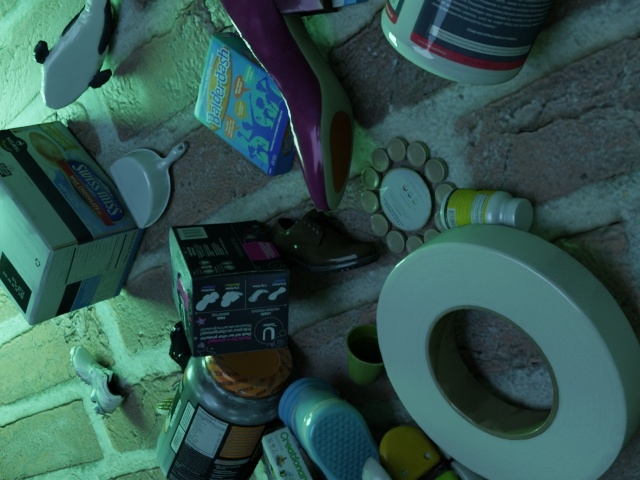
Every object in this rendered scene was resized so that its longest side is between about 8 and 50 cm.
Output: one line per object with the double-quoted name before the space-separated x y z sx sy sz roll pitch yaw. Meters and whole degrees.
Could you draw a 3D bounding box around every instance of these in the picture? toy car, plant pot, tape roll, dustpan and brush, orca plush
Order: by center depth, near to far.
"tape roll" 0.248 0.166 1.309 0.392 0.072 0.392 24 128 33
"toy car" 0.160 0.373 1.483 0.182 0.159 0.136 53 169 17
"plant pot" 0.075 0.190 1.539 0.083 0.083 0.079 42 142 27
"dustpan and brush" -0.319 -0.130 1.837 0.211 0.060 0.147 -38 78 52
"orca plush" -0.479 -0.397 1.864 0.102 0.151 0.287 -109 28 -48

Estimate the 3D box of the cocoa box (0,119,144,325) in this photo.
"cocoa box" -0.568 -0.045 1.981 0.347 0.228 0.231 48 132 22

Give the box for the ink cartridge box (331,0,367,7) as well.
"ink cartridge box" 0.037 -0.386 1.399 0.048 0.028 0.083 3 106 44

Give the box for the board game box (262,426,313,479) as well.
"board game box" -0.034 0.470 1.636 0.305 0.053 0.193 89 156 -55

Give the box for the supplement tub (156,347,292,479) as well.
"supplement tub" -0.171 0.307 1.735 0.193 0.193 0.316 45 130 24

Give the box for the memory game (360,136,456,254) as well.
"memory game" 0.131 -0.062 1.433 0.186 0.012 0.186 18 117 40

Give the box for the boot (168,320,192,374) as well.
"boot" -0.258 0.228 1.902 0.099 0.045 0.121 45 138 28

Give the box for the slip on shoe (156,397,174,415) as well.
"slip on shoe" -0.288 0.357 1.979 0.135 0.051 0.041 -1 115 39

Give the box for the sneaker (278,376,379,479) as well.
"sneaker" 0.034 0.361 1.621 0.208 0.127 0.319 39 152 61

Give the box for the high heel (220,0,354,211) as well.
"high heel" -0.055 -0.227 1.457 0.181 0.127 0.377 -5 87 24

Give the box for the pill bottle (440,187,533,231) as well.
"pill bottle" 0.227 -0.037 1.306 0.116 0.065 0.065 8 110 43

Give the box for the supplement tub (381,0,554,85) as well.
"supplement tub" 0.199 -0.341 1.135 0.191 0.191 0.272 42 130 27

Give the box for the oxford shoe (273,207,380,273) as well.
"oxford shoe" 0.000 0.000 1.536 0.227 0.083 0.096 8 108 43

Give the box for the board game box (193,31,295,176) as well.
"board game box" -0.117 -0.228 1.596 0.210 0.047 0.160 38 128 30

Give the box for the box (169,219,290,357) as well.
"box" -0.157 0.075 1.589 0.247 0.163 0.142 -130 38 -64

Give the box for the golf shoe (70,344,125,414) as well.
"golf shoe" -0.499 0.304 2.172 0.086 0.069 0.176 -36 80 25
